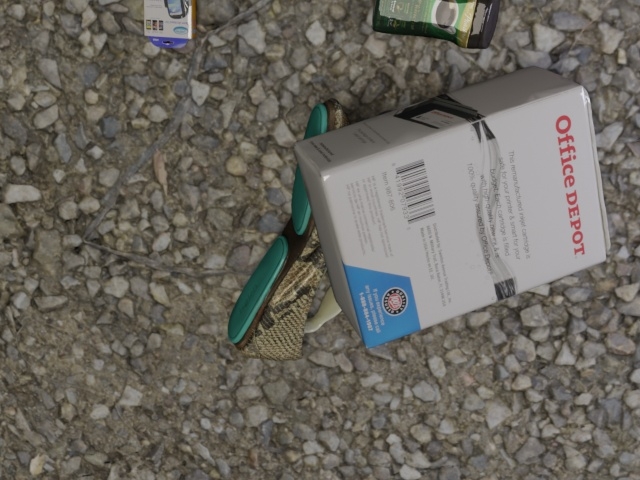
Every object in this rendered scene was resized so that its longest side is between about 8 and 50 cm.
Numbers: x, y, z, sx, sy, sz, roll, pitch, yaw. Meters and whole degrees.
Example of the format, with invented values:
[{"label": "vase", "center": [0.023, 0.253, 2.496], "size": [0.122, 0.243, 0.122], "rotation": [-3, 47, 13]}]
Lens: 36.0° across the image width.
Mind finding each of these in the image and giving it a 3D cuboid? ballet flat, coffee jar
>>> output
[{"label": "ballet flat", "center": [0.000, 0.000, 1.612], "size": [0.182, 0.164, 0.482], "rotation": [14, 117, -18]}, {"label": "coffee jar", "center": [0.175, -0.347, 1.485], "size": [0.184, 0.079, 0.096], "rotation": [13, 108, 7]}]

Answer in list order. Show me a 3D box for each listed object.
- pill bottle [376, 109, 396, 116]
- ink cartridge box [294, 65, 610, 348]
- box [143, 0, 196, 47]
[{"label": "pill bottle", "center": [0.106, -0.161, 1.537], "size": [0.067, 0.120, 0.067], "rotation": [3, 109, 8]}, {"label": "ink cartridge box", "center": [0.195, -0.055, 1.441], "size": [0.395, 0.166, 0.285], "rotation": [-19, 116, -9]}, {"label": "box", "center": [-0.241, -0.379, 1.579], "size": [0.081, 0.028, 0.136], "rotation": [6, 112, 8]}]
